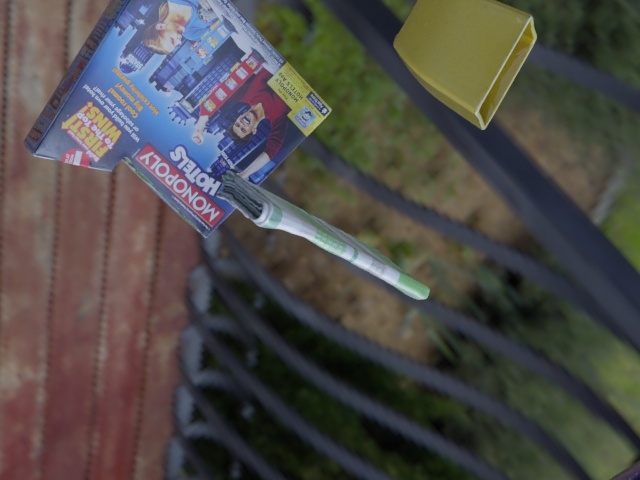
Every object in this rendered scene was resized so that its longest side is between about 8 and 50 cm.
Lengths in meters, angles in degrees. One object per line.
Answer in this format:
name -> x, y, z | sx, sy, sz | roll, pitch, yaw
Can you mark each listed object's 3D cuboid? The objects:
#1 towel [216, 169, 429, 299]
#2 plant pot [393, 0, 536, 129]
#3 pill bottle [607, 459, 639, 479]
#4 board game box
towel -> 0.000, 0.000, 1.507 | 0.152, 0.113, 0.023 | 28, 95, -25
plant pot -> 0.101, -0.140, 1.453 | 0.081, 0.083, 0.081 | -60, 170, -1
pill bottle -> 0.253, 0.156, 1.061 | 0.153, 0.153, 0.264 | -2, 151, -45
board game box -> -0.127, -0.106, 1.571 | 0.194, 0.060, 0.194 | -44, 109, -2
